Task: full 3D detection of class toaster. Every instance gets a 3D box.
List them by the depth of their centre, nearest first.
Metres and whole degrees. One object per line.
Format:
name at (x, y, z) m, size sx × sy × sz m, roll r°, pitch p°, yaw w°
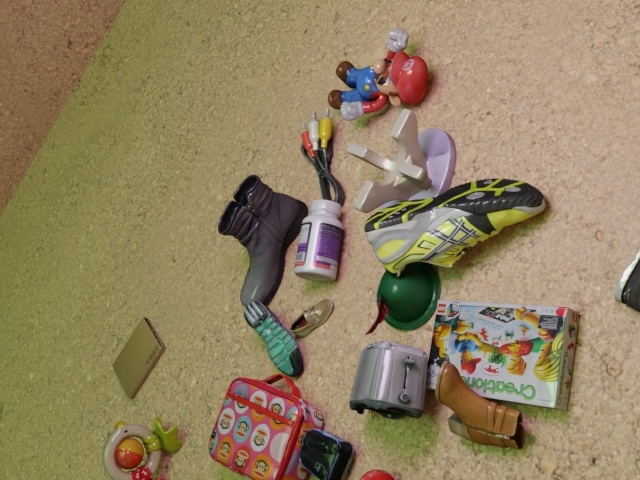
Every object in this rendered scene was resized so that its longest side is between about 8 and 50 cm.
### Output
toaster at (0.145, 0.301, 1.718) m, size 0.227 × 0.129 × 0.146 m, roll 140°, pitch 144°, yaw -69°

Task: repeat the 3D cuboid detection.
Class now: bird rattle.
bird rattle at (-0.506, 0.607, 2.214) m, size 0.143 × 0.207 × 0.253 m, roll -9°, pitch 56°, yaw 62°

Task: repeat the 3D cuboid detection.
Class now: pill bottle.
pill bottle at (0.000, 0.000, 2.022) m, size 0.108 × 0.108 × 0.193 m, roll -4°, pitch 70°, yaw 44°

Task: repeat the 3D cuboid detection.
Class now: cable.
cable at (-0.008, -0.207, 2.144) m, size 0.139 × 0.072 × 0.287 m, roll -28°, pitch 56°, yaw 41°

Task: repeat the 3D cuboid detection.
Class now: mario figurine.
mario figurine at (0.131, -0.417, 2.017) m, size 0.320 × 0.170 × 0.198 m, roll 2°, pitch 109°, yaw 53°

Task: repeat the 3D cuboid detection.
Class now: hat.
hat at (0.149, 0.102, 1.777) m, size 0.173 × 0.183 × 0.208 m, roll -56°, pitch 44°, yaw 11°

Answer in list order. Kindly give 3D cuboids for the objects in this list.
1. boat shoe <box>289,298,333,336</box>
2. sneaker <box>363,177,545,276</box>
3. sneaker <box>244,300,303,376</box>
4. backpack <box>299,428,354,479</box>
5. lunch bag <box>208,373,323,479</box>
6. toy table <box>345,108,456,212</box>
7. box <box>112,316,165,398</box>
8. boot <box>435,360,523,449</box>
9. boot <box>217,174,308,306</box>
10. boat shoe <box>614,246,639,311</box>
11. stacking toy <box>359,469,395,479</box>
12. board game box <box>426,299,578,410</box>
boat shoe at (-0.024, 0.194, 2.010) m, size 0.135 × 0.045 × 0.050 m, roll -46°, pitch 47°, yaw 21°
sneaker at (0.293, -0.029, 1.725) m, size 0.385 × 0.145 × 0.147 m, roll -13°, pitch 108°, yaw 21°
sneaker at (-0.103, 0.249, 2.056) m, size 0.083 × 0.098 × 0.223 m, roll -39°, pitch 73°, yaw 12°
backpack at (0.013, 0.488, 1.821) m, size 0.114 × 0.084 × 0.105 m, roll 20°, pitch 88°, yaw 43°
lunch bag at (-0.128, 0.454, 1.960) m, size 0.293 × 0.120 × 0.258 m, roll 10°, pitch 76°, yaw 47°
toy table at (0.189, -0.156, 1.866) m, size 0.252 × 0.161 × 0.274 m, roll 12°, pitch 81°, yaw 46°
box at (-0.569, 0.363, 2.495) m, size 0.201 × 0.021 × 0.164 m, roll -56°, pitch 44°, yaw 12°
boot at (0.311, 0.319, 1.547) m, size 0.152 × 0.197 × 0.073 m, roll 8°, pitch 43°, yaw 40°
boot at (-0.190, 0.006, 2.123) m, size 0.118 × 0.223 × 0.338 m, roll 19°, pitch 87°, yaw 46°
boat shoe at (0.612, 0.022, 1.434) m, size 0.069 × 0.081 × 0.227 m, roll 34°, pitch 105°, yaw 44°
stacking toy at (0.173, 0.590, 1.602) m, size 0.141 × 0.141 × 0.330 m, roll -53°, pitch 39°, yaw 15°
board game box at (0.358, 0.224, 1.614) m, size 0.305 × 0.053 × 0.193 m, roll -1°, pitch 74°, yaw 44°
